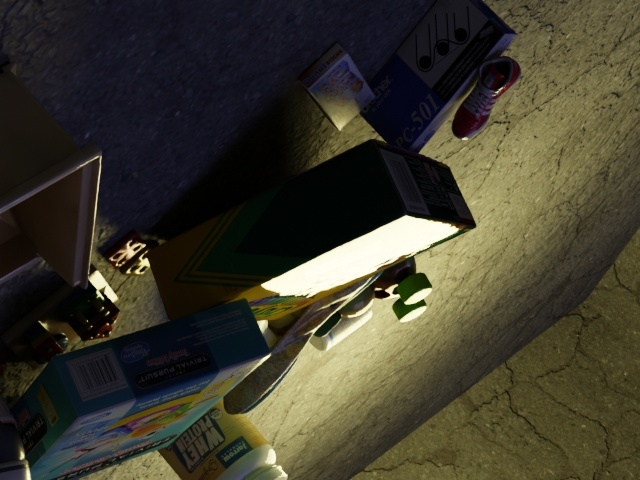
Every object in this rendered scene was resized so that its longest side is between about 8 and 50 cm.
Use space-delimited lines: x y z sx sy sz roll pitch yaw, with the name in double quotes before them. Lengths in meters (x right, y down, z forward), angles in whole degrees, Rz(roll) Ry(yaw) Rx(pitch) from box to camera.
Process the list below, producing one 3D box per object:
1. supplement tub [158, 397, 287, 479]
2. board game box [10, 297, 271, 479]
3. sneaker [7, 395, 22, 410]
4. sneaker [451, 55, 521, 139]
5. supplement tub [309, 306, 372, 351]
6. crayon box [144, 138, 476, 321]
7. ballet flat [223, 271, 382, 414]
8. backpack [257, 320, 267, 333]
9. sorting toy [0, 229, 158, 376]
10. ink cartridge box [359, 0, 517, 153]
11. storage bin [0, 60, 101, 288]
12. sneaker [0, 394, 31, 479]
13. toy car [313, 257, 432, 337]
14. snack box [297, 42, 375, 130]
"supplement tub" -0.162 0.339 2.304 0.144 0.199 0.144 -38 163 -14
"board game box" -0.242 0.198 1.726 0.254 0.079 0.336 -16 163 -34
"sneaker" -0.382 0.220 1.800 0.083 0.035 0.031 -16 151 -53
"sneaker" 0.199 -0.177 1.774 0.118 0.042 0.067 -52 167 4
"supplement tub" 0.026 0.132 2.443 0.107 0.071 0.071 -33 161 -24
"crayon box" 0.000 0.000 1.814 0.313 0.106 0.363 -27 170 16
"ballet flat" -0.052 0.105 2.144 0.348 0.123 0.123 -46 163 7
"backpack" -0.127 0.114 2.031 0.105 0.084 0.114 -38 166 -6
"sorting toy" -0.285 0.097 1.697 0.274 0.046 0.132 -40 163 -9
"ink cartridge box" 0.141 -0.211 1.808 0.207 0.097 0.046 -50 162 25
"storage bin" -0.337 0.015 1.246 0.262 0.123 0.260 -34 161 -27
"sneaker" -0.416 0.234 1.626 0.126 0.127 0.321 -10 171 -37
"toy car" 0.050 0.065 2.227 0.188 0.155 0.149 -25 159 -13
"snack box" 0.022 -0.182 1.741 0.064 0.022 0.178 -42 163 2
